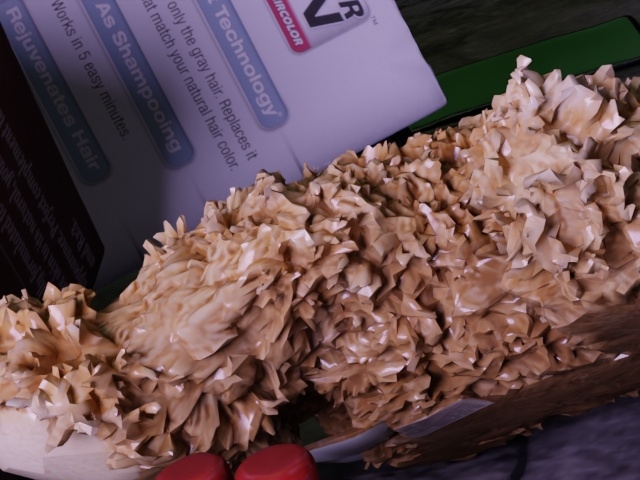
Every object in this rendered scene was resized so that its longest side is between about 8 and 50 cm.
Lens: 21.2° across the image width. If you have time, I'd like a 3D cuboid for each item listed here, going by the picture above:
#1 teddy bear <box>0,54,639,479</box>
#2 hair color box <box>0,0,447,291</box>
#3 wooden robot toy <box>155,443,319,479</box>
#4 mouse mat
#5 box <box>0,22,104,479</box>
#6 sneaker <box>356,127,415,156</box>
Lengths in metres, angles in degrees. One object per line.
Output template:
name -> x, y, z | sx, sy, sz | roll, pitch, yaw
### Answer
teddy bear -> 0.041, 0.004, 0.533 | 0.338, 0.113, 0.245 | -21, -17, 14
hair color box -> -0.149, -0.063, 0.835 | 0.374, 0.185, 0.113 | -28, 7, -1
wooden robot toy -> -0.028, 0.105, 0.433 | 0.173, 0.076, 0.079 | -11, 27, 28
mouse mat -> 0.125, -0.110, 1.139 | 0.189, 0.007, 0.152 | -18, 14, 9
box -> -0.293, -0.023, 0.640 | 0.381, 0.191, 0.143 | 14, 65, 12
sneaker -> 0.000, 0.000, 0.826 | 0.075, 0.057, 0.161 | -29, 8, 35
